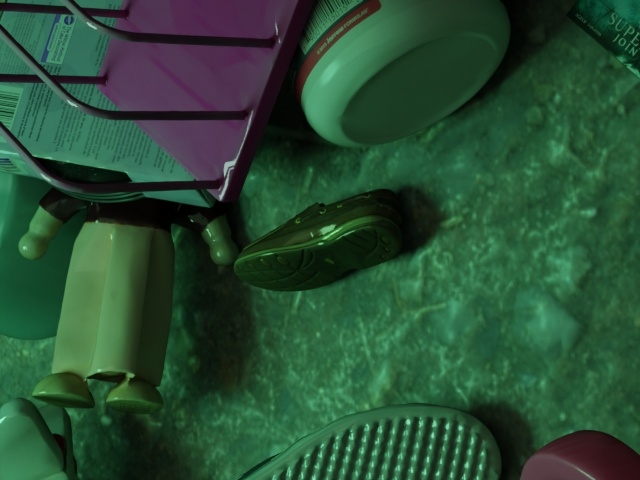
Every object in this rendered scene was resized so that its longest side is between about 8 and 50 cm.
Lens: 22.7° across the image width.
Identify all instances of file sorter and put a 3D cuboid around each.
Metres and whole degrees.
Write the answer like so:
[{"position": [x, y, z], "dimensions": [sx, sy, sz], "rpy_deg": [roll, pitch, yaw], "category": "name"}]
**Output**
[{"position": [-0.145, -0.203, 1.281], "dimensions": [0.202, 0.182, 0.290], "rpy_deg": [42, 122, 36], "category": "file sorter"}]

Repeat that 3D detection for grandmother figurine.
[{"position": [-0.181, -0.010, 1.530], "dimensions": [0.104, 0.208, 0.342], "rpy_deg": [133, 142, -70], "category": "grandmother figurine"}]

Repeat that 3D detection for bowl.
[{"position": [-0.351, -0.053, 1.648], "dimensions": [0.312, 0.163, 0.311], "rpy_deg": [-2, 86, 35], "category": "bowl"}]

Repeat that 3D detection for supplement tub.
[{"position": [0.024, -0.235, 1.373], "dimensions": [0.191, 0.191, 0.272], "rpy_deg": [-40, 65, 27], "category": "supplement tub"}]

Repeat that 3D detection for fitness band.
[{"position": [0.216, 0.262, 1.176], "dimensions": [0.209, 0.054, 0.291], "rpy_deg": [52, 158, 31], "category": "fitness band"}]

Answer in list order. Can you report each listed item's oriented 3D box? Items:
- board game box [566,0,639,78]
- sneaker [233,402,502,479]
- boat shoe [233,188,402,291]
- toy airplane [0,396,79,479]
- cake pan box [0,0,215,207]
[{"position": [0.299, -0.175, 1.271], "dimensions": [0.186, 0.026, 0.126], "rpy_deg": [47, 113, 29], "category": "board game box"}, {"position": [0.006, 0.230, 1.403], "dimensions": [0.321, 0.127, 0.126], "rpy_deg": [-21, 79, 7], "category": "sneaker"}, {"position": [0.000, 0.000, 1.459], "dimensions": [0.178, 0.064, 0.060], "rpy_deg": [-18, 45, 32], "category": "boat shoe"}, {"position": [-0.409, 0.263, 1.533], "dimensions": [0.272, 0.384, 0.386], "rpy_deg": [37, 111, 52], "category": "toy airplane"}, {"position": [-0.188, -0.169, 1.505], "dimensions": [0.246, 0.070, 0.266], "rpy_deg": [8, 72, 17], "category": "cake pan box"}]
